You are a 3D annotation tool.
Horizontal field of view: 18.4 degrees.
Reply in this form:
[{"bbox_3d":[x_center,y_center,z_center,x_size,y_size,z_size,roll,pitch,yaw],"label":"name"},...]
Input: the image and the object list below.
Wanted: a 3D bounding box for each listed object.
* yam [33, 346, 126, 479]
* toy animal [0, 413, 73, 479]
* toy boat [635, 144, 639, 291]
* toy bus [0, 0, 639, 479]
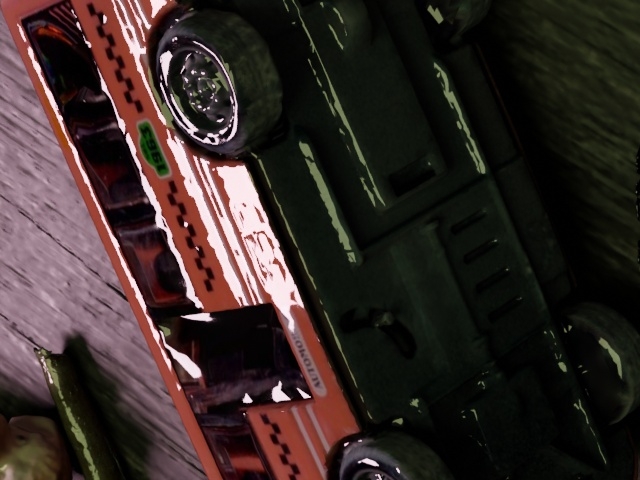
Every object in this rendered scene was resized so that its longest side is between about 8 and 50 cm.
[{"bbox_3d":[-0.166,0.131,1.391,0.033,0.027,0.129,-12,102,45],"label":"yam"},{"bbox_3d":[-0.254,0.199,1.432,0.185,0.104,0.184,2,109,25],"label":"toy animal"},{"bbox_3d":[0.310,0.027,1.052,0.318,0.072,0.219,24,118,10],"label":"toy boat"},{"bbox_3d":[0.000,0.000,1.123,0.233,0.203,0.427,-12,104,51],"label":"toy bus"}]
